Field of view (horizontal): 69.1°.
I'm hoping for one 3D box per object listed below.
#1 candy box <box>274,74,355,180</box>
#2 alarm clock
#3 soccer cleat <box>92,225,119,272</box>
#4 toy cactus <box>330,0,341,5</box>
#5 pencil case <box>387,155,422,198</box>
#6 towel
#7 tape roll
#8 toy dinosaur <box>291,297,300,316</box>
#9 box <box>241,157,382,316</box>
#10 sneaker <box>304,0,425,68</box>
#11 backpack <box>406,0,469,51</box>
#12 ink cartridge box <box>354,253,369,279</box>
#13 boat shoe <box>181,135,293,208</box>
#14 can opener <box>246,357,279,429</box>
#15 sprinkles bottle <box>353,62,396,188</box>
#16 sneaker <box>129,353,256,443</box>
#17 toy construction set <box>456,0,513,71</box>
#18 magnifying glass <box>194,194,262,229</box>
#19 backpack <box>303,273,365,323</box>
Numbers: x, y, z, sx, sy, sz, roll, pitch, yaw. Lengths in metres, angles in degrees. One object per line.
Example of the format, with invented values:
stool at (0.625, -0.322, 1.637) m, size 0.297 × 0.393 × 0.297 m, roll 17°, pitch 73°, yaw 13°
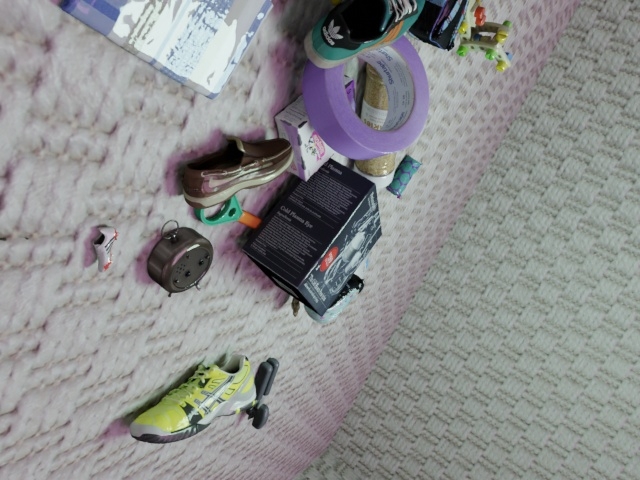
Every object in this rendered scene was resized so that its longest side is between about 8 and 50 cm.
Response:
candy box at (-0.005, -0.261, 1.062) m, size 0.196 × 0.070 × 0.164 m, roll -47°, pitch 154°, yaw -24°
alarm clock at (-0.275, 0.030, 0.916) m, size 0.129 × 0.064 × 0.192 m, roll -44°, pitch 150°, yaw -29°
soccer cleat at (-0.361, 0.015, 0.770) m, size 0.036 × 0.029 × 0.083 m, roll 3°, pitch 114°, yaw -54°
toy cactus at (-0.010, -0.469, 0.781) m, size 0.180 × 0.112 × 0.219 m, roll -45°, pitch 164°, yaw -5°
pencil case at (0.307, -0.234, 1.707) m, size 0.070 × 0.065 × 0.151 m, roll 35°, pitch 87°, yaw -41°
towel at (-0.190, -0.338, 0.654) m, size 0.209 × 0.034 × 0.285 m, roll -57°, pitch 155°, yaw 9°
tape roll at (0.101, -0.313, 0.984) m, size 0.275 × 0.090 × 0.274 m, roll 1°, pitch 88°, yaw -32°
toy dinosaur at (-0.044, 0.108, 1.464) m, size 0.268 × 0.064 × 0.118 m, roll -60°, pitch 160°, yaw -6°
box at (0.000, 0.000, 1.233) m, size 0.312 × 0.179 × 0.343 m, roll -54°, pitch 161°, yaw -11°
sneaker at (0.112, -0.420, 0.865) m, size 0.302 × 0.108 × 0.121 m, roll -40°, pitch -165°, yaw -24°
backpack at (0.308, -0.598, 1.194) m, size 0.158 × 0.117 × 0.173 m, roll -15°, pitch 133°, yaw -57°
ink cartridge box at (0.096, 0.107, 1.667) m, size 0.261 × 0.066 × 0.296 m, roll -58°, pitch 159°, yaw -28°
boat shoe at (-0.149, -0.154, 0.893) m, size 0.257 × 0.095 × 0.095 m, roll -38°, pitch 144°, yaw -36°
can opener at (-0.200, 0.546, 1.667) m, size 0.074 × 0.093 × 0.280 m, roll -19°, pitch 131°, yaw -54°
sprinkles bottle at (0.164, -0.310, 1.268) m, size 0.121 × 0.121 × 0.355 m, roll -41°, pitch 151°, yaw -33°
sneaker at (-0.330, 0.409, 1.227) m, size 0.385 × 0.145 × 0.147 m, roll -7°, pitch 95°, yaw -57°
toy construction set at (0.459, -0.637, 1.317) m, size 0.151 × 0.215 × 0.327 m, roll -52°, pitch 156°, yaw -13°
magnifying glass at (-0.190, -0.061, 1.008) m, size 0.092 × 0.026 × 0.231 m, roll -58°, pitch 158°, yaw 2°
backpack at (0.031, 0.166, 1.433) m, size 0.182 × 0.152 × 0.115 m, roll -42°, pitch 147°, yaw -31°
